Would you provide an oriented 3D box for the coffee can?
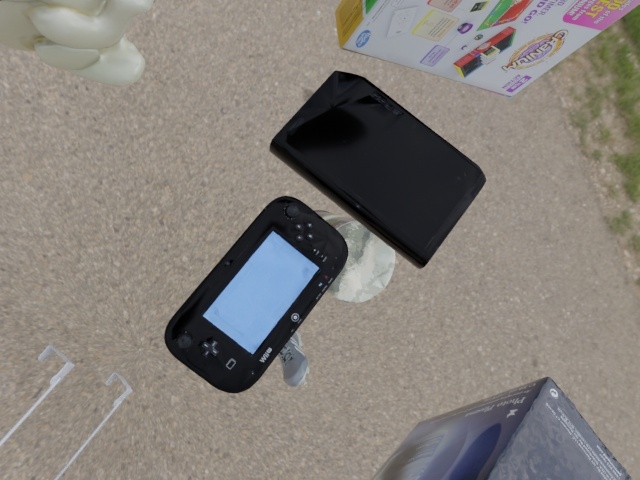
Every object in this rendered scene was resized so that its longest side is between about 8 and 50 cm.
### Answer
[{"bbox_3d":[0.040,0.032,1.258,0.202,0.275,0.201,-4,100,-22],"label":"coffee can"}]

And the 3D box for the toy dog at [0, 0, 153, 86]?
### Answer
[{"bbox_3d":[-0.457,-0.450,0.741,0.396,0.408,0.284,8,93,-15],"label":"toy dog"}]

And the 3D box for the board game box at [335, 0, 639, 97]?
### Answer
[{"bbox_3d":[0.214,-0.301,0.598,0.317,0.242,0.064,4,68,-28],"label":"board game box"}]

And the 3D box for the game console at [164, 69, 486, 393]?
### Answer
[{"bbox_3d":[0.000,0.000,0.508,0.213,0.044,0.361,38,76,2],"label":"game console"}]

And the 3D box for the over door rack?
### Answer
[{"bbox_3d":[-0.463,0.371,0.829,0.108,0.239,0.324,19,66,16],"label":"over door rack"}]

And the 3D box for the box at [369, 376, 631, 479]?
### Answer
[{"bbox_3d":[0.203,0.371,0.658,0.294,0.296,0.182,-28,78,-44],"label":"box"}]

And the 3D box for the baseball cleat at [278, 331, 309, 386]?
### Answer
[{"bbox_3d":[-0.084,0.243,1.060,0.109,0.206,0.072,41,93,-16],"label":"baseball cleat"}]
